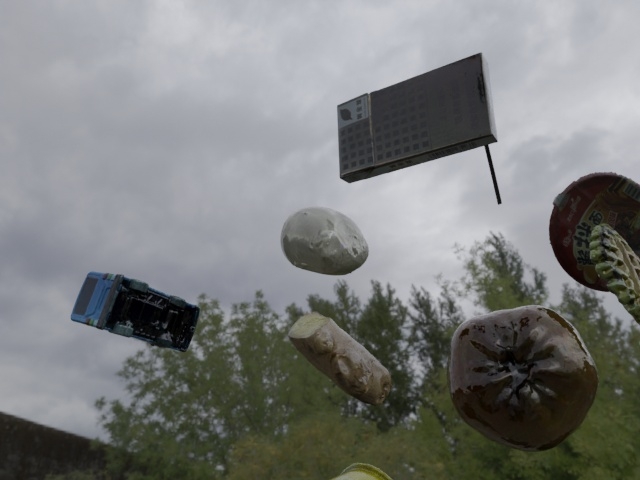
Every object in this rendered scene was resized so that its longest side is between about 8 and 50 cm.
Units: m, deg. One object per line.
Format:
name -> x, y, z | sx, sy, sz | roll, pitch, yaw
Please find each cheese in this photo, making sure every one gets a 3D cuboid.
cheese -> 0.000, 0.000, 1.157 | 0.189, 0.154, 0.198 | 4, -4, 33

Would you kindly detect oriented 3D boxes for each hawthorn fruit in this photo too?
hawthorn fruit -> 0.383, 0.269, 0.980 | 0.267, 0.268, 0.301 | -11, -30, 18

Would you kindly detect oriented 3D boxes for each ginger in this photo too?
ginger -> 0.045, 0.189, 0.751 | 0.074, 0.137, 0.213 | -41, -70, 4

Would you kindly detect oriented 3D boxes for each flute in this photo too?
flute -> 0.479, -0.219, 1.415 | 0.014, 0.014, 0.270 | -13, -65, 21

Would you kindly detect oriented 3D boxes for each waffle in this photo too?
waffle -> 0.596, 0.067, 0.977 | 0.054, 0.208, 0.214 | -36, -6, 39

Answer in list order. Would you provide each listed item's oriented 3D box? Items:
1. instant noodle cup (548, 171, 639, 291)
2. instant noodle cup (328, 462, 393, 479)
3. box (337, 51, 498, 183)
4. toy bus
instant noodle cup -> 0.638, -0.018, 1.161 | 0.274, 0.274, 0.091 | 3, -5, -3
instant noodle cup -> 0.012, 0.612, 0.934 | 0.254, 0.326, 0.325 | 1, -28, -32
box -> 0.182, -0.240, 1.021 | 0.324, 0.180, 0.047 | -12, -20, 31
toy bus -> -0.295, 0.119, 0.819 | 0.106, 0.090, 0.184 | 3, -21, 31
